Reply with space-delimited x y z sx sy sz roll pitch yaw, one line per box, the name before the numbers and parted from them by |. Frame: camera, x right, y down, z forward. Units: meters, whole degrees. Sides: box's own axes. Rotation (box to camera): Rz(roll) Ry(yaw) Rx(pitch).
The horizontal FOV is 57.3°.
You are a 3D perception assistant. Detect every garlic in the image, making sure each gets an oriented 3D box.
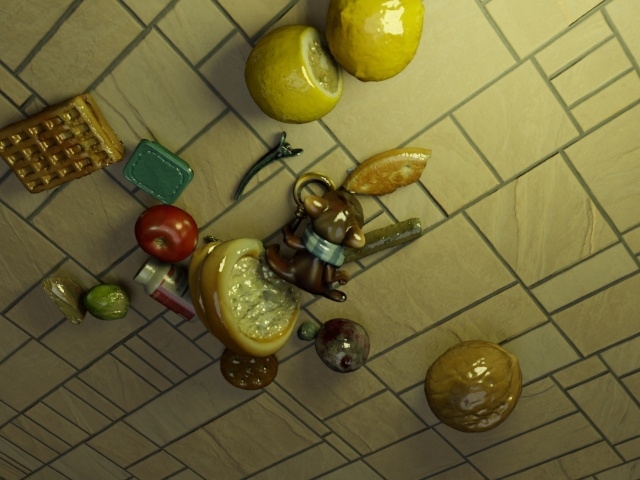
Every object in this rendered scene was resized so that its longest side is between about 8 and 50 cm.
garlic | -0.868 0.188 2.015 0.087 0.101 0.195 -20 116 13

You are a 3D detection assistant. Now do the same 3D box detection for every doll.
doll | 0.002 -0.001 1.720 0.318 0.209 0.339 35 125 9

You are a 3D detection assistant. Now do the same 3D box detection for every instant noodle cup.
instant noodle cup | -0.473 -0.208 1.728 0.179 0.070 0.157 34 122 -16

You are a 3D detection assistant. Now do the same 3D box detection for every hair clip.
hair clip | -0.172 -0.211 1.716 0.275 0.048 0.083 -35 115 31

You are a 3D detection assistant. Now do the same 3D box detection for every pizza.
pizza | 0.192 -0.194 1.660 0.271 0.056 0.134 -28 132 29

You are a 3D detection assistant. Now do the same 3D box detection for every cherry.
cherry | 0.078 0.360 1.976 0.195 0.195 0.195 3 124 4

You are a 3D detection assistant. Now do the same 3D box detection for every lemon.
lemon | -0.078 -0.404 1.461 0.219 0.240 0.240 -12 122 32
lemon | 0.126 -0.504 1.372 0.234 0.233 0.288 7 131 1

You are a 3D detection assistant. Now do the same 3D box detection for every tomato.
tomato | -0.471 -0.025 1.807 0.195 0.136 0.195 5 127 6

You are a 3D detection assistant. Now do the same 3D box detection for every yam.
yam | 0.165 0.006 1.802 0.317 0.067 0.071 -19 78 18

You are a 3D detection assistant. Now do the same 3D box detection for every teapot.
teapot | -0.043 0.324 2.046 0.088 0.066 0.057 20 147 -33

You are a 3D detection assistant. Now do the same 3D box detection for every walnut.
walnut | 0.514 0.478 1.951 0.333 0.333 0.332 3 124 4

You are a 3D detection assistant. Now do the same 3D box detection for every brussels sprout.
brussels sprout | -0.732 0.205 2.004 0.155 0.117 0.155 -9 136 -9

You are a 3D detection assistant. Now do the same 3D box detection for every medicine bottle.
medicine bottle | -0.483 0.159 1.936 0.250 0.131 0.131 38 119 -18

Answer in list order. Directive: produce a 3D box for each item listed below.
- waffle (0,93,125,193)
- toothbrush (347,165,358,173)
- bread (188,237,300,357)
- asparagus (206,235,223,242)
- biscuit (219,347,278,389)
waffle | -0.759 -0.277 1.700 0.328 0.098 0.224 -16 122 17
toothbrush | 0.170 -0.222 1.681 0.193 0.013 0.019 -14 127 15
bread | -0.237 0.169 1.871 0.329 0.245 0.424 -44 128 -17
asparagus | -0.255 0.032 1.888 0.236 0.027 0.034 18 123 -5
biscuit | -0.262 0.457 2.150 0.221 0.066 0.220 1 121 2
